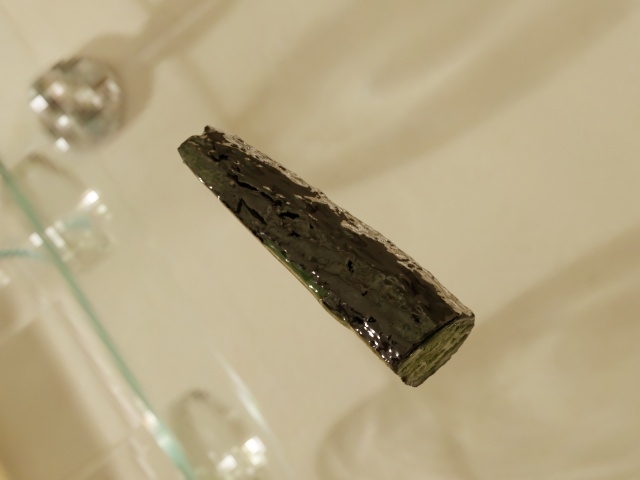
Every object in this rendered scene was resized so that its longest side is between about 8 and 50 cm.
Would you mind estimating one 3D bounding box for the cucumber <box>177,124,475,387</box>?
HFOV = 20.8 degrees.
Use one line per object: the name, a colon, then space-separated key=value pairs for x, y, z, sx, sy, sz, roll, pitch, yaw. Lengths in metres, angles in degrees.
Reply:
cucumber: x=0.002 y=-0.002 z=1.080 sx=0.211 sy=0.062 sz=0.078 roll=45 pitch=178 yaw=21
